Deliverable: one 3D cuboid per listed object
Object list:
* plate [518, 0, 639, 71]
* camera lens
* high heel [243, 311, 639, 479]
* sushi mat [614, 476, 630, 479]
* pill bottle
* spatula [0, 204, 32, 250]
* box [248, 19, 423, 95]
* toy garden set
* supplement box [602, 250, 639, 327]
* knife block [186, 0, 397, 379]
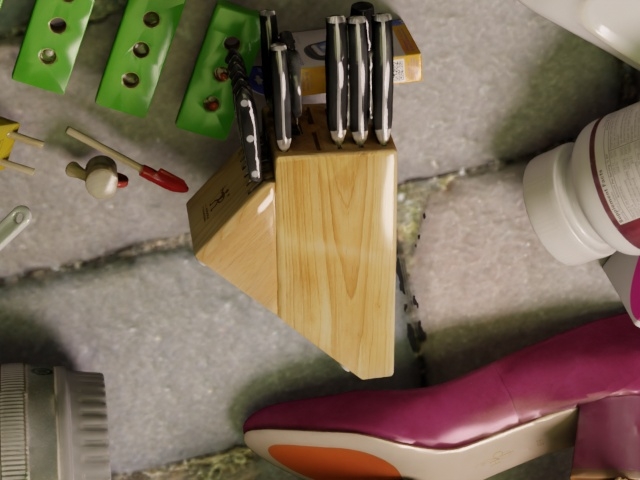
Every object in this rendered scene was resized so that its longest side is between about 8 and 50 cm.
[{"bbox_3d":[0.333,-0.194,1.504,0.277,0.045,0.278,26,142,-25],"label":"plate"},{"bbox_3d":[-0.313,0.214,1.586,0.274,0.219,0.219,-3,117,-8],"label":"camera lens"},{"bbox_3d":[0.125,0.138,1.720,0.377,0.181,0.127,6,147,5],"label":"high heel"},{"bbox_3d":[0.244,0.304,1.749,0.151,0.019,0.316,19,142,-20],"label":"sushi mat"},{"bbox_3d":[0.283,-0.058,1.563,0.221,0.121,0.121,-23,123,37],"label":"pill bottle"},{"bbox_3d":[-0.346,0.011,1.487,0.242,0.168,0.019,-43,158,11],"label":"spatula"},{"bbox_3d":[0.008,-0.146,1.538,0.136,0.081,0.028,-6,117,-7],"label":"box"},{"bbox_3d":[-0.191,-0.126,1.531,0.244,0.049,0.204,16,111,-14],"label":"toy garden set"},{"bbox_3d":[0.376,0.052,1.682,0.220,0.114,0.111,27,110,-19],"label":"supplement box"},{"bbox_3d":[0.023,-0.052,1.495,0.276,0.088,0.242,38,109,-26],"label":"knife block"}]
